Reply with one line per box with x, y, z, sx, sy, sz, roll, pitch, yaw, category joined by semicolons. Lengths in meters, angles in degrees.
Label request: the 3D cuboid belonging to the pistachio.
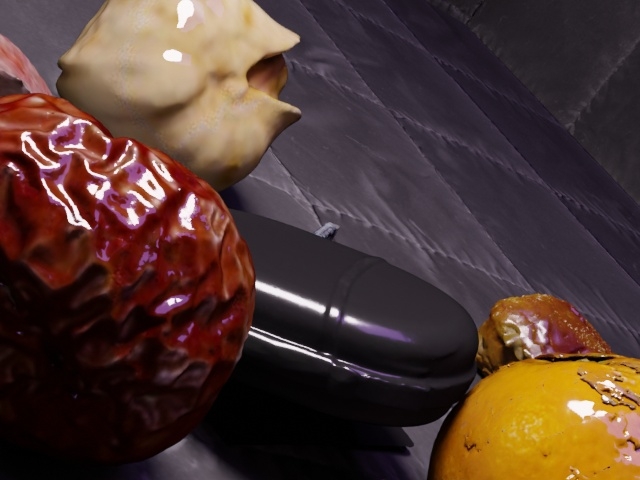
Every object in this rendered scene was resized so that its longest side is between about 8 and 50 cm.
-0.135;-0.158;1.384;0.238;0.229;0.321;6;8;5;pistachio

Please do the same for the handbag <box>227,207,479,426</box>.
-0.018;0.057;1.145;0.308;0.093;0.254;20;11;5;handbag

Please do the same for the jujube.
-0.158;0.027;0.901;0.232;0.213;0.213;34;19;-17;jujube

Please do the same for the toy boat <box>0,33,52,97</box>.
-0.315;-0.166;1.182;0.282;0.096;0.206;48;7;40;toy boat

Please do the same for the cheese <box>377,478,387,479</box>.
0.041;0.246;0.949;0.189;0.074;0.286;19;26;6;cheese

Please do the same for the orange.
0.208;0.210;1.139;0.246;0.246;0.246;34;19;-13;orange

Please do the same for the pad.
-0.037;0.125;1.227;0.265;0.009;0.159;12;33;-51;pad

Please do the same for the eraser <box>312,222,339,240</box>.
0.000;0.000;1.558;0.019;0.027;0.099;33;17;6;eraser

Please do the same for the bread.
0.330;0.213;1.557;0.380;0.109;0.185;48;20;21;bread
